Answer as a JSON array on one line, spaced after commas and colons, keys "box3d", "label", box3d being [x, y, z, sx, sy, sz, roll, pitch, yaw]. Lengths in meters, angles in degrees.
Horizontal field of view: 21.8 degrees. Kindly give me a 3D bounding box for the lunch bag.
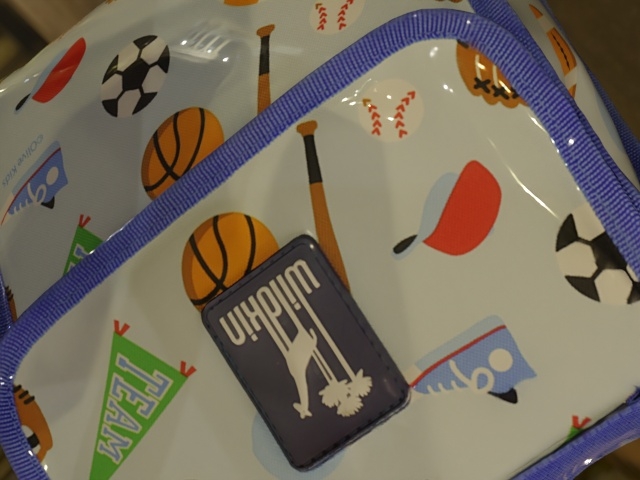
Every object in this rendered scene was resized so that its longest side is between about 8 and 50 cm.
[{"box3d": [0.000, 0.000, 0.851, 0.239, 0.328, 0.385, 36, -156, -44], "label": "lunch bag"}]
